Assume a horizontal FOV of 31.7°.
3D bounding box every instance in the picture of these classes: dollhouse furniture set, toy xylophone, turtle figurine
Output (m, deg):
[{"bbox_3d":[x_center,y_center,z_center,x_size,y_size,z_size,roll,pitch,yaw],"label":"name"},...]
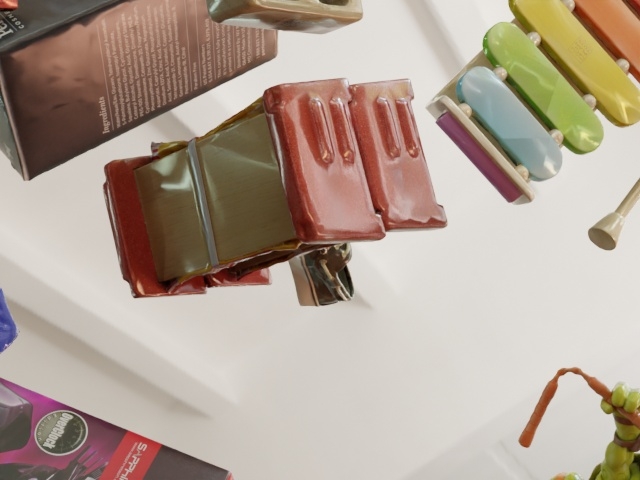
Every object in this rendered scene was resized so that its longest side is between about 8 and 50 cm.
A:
[{"bbox_3d":[-0.063,-0.157,0.840,0.201,0.374,0.152,-16,-5,41],"label":"dollhouse furniture set"},{"bbox_3d":[0.242,-0.143,1.001,0.322,0.236,0.081,-54,8,-21],"label":"toy xylophone"},{"bbox_3d":[0.272,0.221,0.898,0.087,0.217,0.269,-45,-45,-64],"label":"turtle figurine"}]

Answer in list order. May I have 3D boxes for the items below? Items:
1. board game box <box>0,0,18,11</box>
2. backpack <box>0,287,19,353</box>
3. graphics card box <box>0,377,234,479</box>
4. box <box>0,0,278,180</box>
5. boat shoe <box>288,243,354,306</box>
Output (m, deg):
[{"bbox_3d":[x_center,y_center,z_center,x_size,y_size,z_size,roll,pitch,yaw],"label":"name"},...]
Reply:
[{"bbox_3d":[-0.459,-0.311,1.162,0.281,0.145,0.027,-8,4,-33],"label":"board game box"},{"bbox_3d":[-0.277,0.042,0.748,0.098,0.120,0.101,-37,-54,-39],"label":"backpack"},{"bbox_3d":[-0.302,0.287,1.180,0.094,0.371,0.232,96,-162,-51],"label":"graphics card box"},{"bbox_3d":[-0.295,-0.309,1.442,0.395,0.293,0.212,-32,-33,-25],"label":"box"},{"bbox_3d":[0.000,0.000,1.238,0.070,0.077,0.219,0,-32,9],"label":"boat shoe"}]
